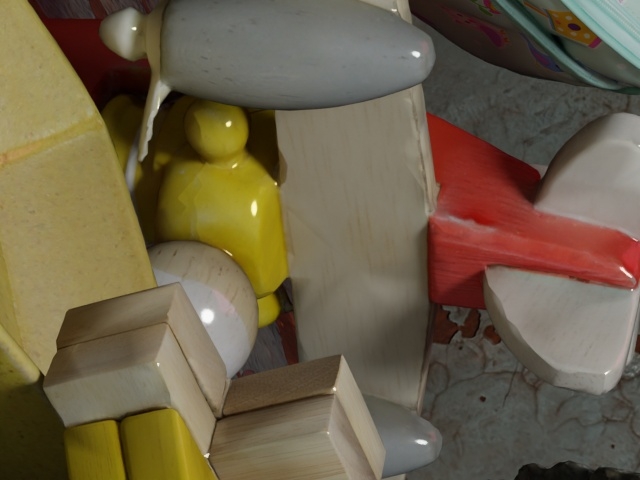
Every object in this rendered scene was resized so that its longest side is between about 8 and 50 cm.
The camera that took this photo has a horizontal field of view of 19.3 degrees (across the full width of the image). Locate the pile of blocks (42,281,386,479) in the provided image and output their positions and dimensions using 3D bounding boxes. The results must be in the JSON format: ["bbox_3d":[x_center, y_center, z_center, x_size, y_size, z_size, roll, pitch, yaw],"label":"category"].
[{"bbox_3d":[-0.001,0.184,0.557,0.149,0.113,0.362,6,70,-71],"label":"pile of blocks"}]

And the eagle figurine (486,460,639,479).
[{"bbox_3d":[0.103,0.179,0.655,0.226,0.225,0.298,46,7,-2],"label":"eagle figurine"}]

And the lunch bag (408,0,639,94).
[{"bbox_3d":[0.074,-0.191,0.999,0.279,0.108,0.224,36,-4,-29],"label":"lunch bag"}]

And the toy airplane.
[{"bbox_3d":[0.000,0.000,1.062,0.386,0.272,0.384,53,-33,-12],"label":"toy airplane"}]

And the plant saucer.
[{"bbox_3d":[-0.153,-0.029,0.735,0.333,0.081,0.333,59,7,-48],"label":"plant saucer"}]
